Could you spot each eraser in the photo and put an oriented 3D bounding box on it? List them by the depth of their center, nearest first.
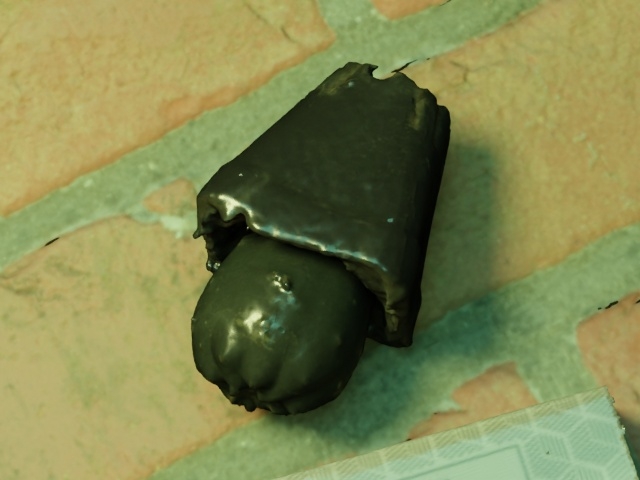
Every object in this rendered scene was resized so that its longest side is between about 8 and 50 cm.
[{"bbox_3d":[0.016,0.201,1.221,0.404,0.096,0.098,-16,72,0],"label":"eraser"}]

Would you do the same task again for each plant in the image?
[{"bbox_3d":[0.000,0.000,1.263,0.164,0.142,0.256,21,72,11],"label":"plant"}]
